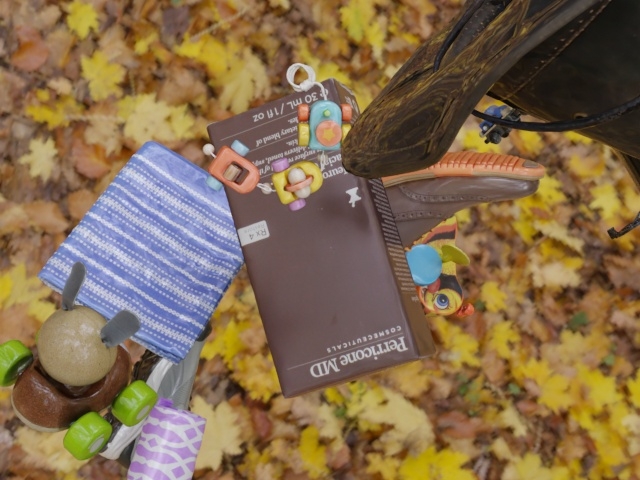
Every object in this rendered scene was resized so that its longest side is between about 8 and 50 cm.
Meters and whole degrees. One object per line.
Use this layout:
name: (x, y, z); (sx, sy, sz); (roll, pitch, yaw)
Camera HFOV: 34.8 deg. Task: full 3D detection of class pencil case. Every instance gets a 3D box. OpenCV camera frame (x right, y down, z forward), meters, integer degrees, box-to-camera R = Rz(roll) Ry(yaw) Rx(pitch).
pencil case: (-0.218, 0.317, 1.351); (0.086, 0.088, 0.206); (25, 79, -25)

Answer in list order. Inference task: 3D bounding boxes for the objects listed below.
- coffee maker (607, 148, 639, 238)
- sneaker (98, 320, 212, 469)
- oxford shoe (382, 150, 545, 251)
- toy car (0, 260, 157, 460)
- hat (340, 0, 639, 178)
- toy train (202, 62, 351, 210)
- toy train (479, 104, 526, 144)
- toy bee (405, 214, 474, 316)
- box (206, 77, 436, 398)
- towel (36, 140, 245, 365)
coffee maker: (0.370, -0.123, 1.182); (0.171, 0.120, 0.178); (-37, 93, -10)
sneaker: (-0.231, 0.228, 1.521); (0.108, 0.100, 0.271); (43, 51, -19)
oxford shoe: (0.141, -0.051, 1.456); (0.130, 0.363, 0.133); (-31, 114, -67)
toy car: (-0.254, 0.113, 1.111); (0.155, 0.188, 0.149); (38, 37, 14)
hat: (0.155, -0.116, 0.467); (0.134, 0.331, 0.331); (36, 51, -8)
toy train: (-0.040, -0.099, 1.082); (0.125, 0.166, 0.046); (39, 6, -16)
toy train: (0.208, -0.149, 1.035); (0.036, 0.158, 0.027); (48, 49, 6)
toy bee: (0.190, 0.068, 1.769); (0.162, 0.195, 0.298); (17, 97, -19)
box: (0.000, 0.000, 1.355); (0.143, 0.191, 0.381); (8, 63, -74)
towel: (-0.235, 0.004, 1.537); (0.243, 0.040, 0.336); (32, 47, -4)
